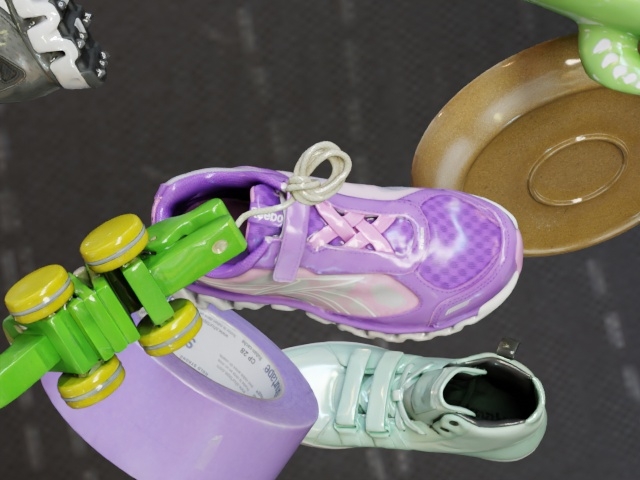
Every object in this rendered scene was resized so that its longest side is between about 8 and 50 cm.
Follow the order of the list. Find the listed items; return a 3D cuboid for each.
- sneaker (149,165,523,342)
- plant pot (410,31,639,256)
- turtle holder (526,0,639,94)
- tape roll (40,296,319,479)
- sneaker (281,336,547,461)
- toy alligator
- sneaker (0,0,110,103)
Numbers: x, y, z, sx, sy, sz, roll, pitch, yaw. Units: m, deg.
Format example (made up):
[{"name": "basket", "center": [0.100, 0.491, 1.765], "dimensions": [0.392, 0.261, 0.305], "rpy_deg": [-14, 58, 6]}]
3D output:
[{"name": "sneaker", "center": [0.000, 0.000, 1.166], "dimensions": [0.104, 0.236, 0.095], "rpy_deg": [56, -140, -68]}, {"name": "plant pot", "center": [0.183, -0.059, 1.424], "dimensions": [0.236, 0.236, 0.032], "rpy_deg": [113, 148, -47]}, {"name": "turtle holder", "center": [0.223, -0.235, 1.268], "dimensions": [0.320, 0.243, 0.227], "rpy_deg": [15, 114, 15]}, {"name": "tape roll", "center": [-0.100, 0.103, 1.393], "dimensions": [0.080, 0.189, 0.189], "rpy_deg": [-56, 42, 14]}, {"name": "sneaker", "center": [0.060, 0.117, 1.590], "dimensions": [0.151, 0.256, 0.094], "rpy_deg": [89, -173, -72]}, {"name": "toy alligator", "center": [-0.073, 0.013, 0.832], "dimensions": [0.056, 0.190, 0.051], "rpy_deg": [60, 168, -22]}, {"name": "sneaker", "center": [-0.218, -0.177, 1.152], "dimensions": [0.078, 0.106, 0.234], "rpy_deg": [-90, -23, -66]}]
